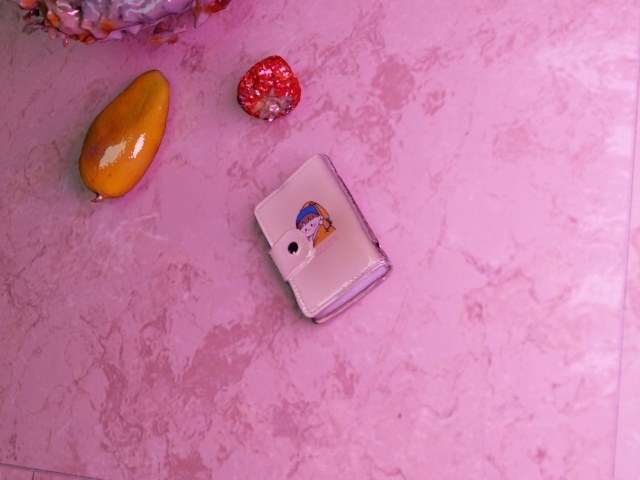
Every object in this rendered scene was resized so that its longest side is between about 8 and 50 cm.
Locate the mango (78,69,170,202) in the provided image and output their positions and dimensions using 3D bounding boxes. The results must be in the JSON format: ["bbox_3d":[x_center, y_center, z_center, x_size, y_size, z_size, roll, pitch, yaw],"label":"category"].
[{"bbox_3d":[-0.242,-0.131,1.286,0.101,0.066,0.188,23,81,38],"label":"mango"}]

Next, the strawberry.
[{"bbox_3d":[-0.059,-0.176,1.163,0.073,0.073,0.083,-27,48,27],"label":"strawberry"}]

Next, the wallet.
[{"bbox_3d":[0.000,0.000,1.079,0.110,0.039,0.155,-39,57,16],"label":"wallet"}]

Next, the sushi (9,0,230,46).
[{"bbox_3d":[-0.248,-0.421,1.218,0.417,0.176,0.418,4,103,16],"label":"sushi"}]
